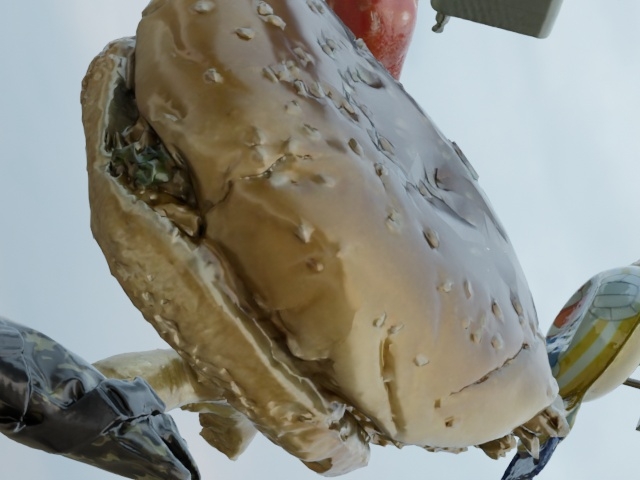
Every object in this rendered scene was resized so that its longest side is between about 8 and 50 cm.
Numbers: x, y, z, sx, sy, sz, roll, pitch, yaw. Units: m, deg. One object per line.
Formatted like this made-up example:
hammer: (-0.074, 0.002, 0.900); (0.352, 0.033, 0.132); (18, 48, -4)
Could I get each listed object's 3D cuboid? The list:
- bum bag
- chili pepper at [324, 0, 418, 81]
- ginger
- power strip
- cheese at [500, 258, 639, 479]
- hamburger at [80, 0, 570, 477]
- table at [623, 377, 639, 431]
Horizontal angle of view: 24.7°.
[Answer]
bum bag: (-0.175, 0.091, 0.895); (0.069, 0.248, 0.102); (-60, -165, 7)
chili pepper: (0.046, -0.212, 1.318); (0.084, 0.086, 0.192); (-77, 178, -50)
ginger: (-0.061, 0.102, 1.474); (0.122, 0.363, 0.348); (53, 7, 14)
power strip: (0.151, -0.210, 1.054); (0.215, 0.145, 0.061); (-82, -174, -51)
cheese: (0.246, 0.117, 1.361); (0.069, 0.270, 0.177); (35, -26, -5)
hamburger: (0.000, 0.000, 0.691); (0.286, 0.146, 0.243); (58, 16, -1)
table: (0.387, 0.080, 1.589); (0.111, 0.240, 0.121); (27, -28, 3)
